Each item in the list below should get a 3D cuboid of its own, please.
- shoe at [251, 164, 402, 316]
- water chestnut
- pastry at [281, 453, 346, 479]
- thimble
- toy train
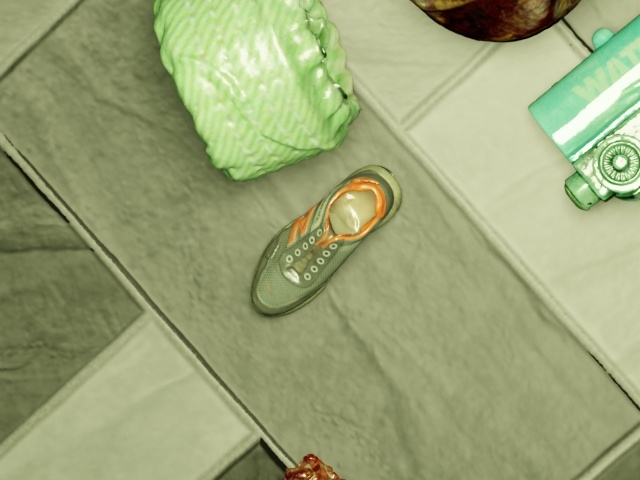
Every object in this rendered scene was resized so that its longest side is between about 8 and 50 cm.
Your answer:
[{"bbox_3d":[-0.001,0.001,1.964,0.194,0.077,0.074,-44,88,9],"label":"shoe"},{"bbox_3d":[0.166,-0.301,1.840,0.238,0.223,0.223,33,100,-28],"label":"water chestnut"},{"bbox_3d":[-0.037,0.317,1.977,0.097,0.115,0.208,38,99,12],"label":"pastry"},{"bbox_3d":[-0.060,-0.174,1.898,0.150,0.219,0.219,-22,91,8],"label":"thimble"},{"bbox_3d":[0.316,-0.143,1.899,0.248,0.101,0.159,-40,74,9],"label":"toy train"}]
